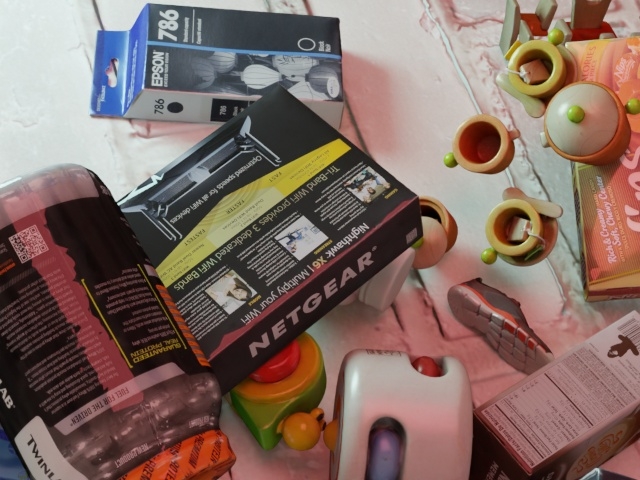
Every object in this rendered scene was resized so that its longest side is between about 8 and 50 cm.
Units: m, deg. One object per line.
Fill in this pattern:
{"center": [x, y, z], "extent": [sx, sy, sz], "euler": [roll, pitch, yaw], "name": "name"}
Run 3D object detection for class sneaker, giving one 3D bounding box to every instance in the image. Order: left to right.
{"center": [0.227, 0.094, 1.781], "extent": [0.158, 0.061, 0.065], "euler": [42, 51, 21], "name": "sneaker"}

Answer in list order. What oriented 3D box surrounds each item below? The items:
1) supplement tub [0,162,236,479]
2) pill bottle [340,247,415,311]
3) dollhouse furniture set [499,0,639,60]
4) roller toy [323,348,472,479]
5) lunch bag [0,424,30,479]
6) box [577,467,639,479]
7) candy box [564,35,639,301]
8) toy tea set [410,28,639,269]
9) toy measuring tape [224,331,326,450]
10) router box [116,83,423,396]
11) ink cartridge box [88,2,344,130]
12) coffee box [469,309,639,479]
{"center": [-0.234, 0.112, 1.475], "extent": [0.207, 0.207, 0.338], "euler": [-24, 75, -25], "name": "supplement tub"}
{"center": [0.000, 0.000, 1.780], "extent": [0.215, 0.117, 0.117], "euler": [28, 53, 12], "name": "pill bottle"}
{"center": [0.396, -0.228, 2.038], "extent": [0.262, 0.135, 0.259], "euler": [-3, 41, -11], "name": "dollhouse furniture set"}
{"center": [0.076, 0.209, 1.580], "extent": [0.146, 0.191, 0.209], "euler": [6, 52, -3], "name": "roller toy"}
{"center": [-0.284, 0.158, 1.620], "extent": [0.293, 0.138, 0.221], "euler": [14, 48, -9], "name": "lunch bag"}
{"center": [0.328, 0.454, 1.362], "extent": [0.293, 0.212, 0.395], "euler": [19, 48, -22], "name": "box"}
{"center": [0.402, -0.090, 1.831], "extent": [0.182, 0.087, 0.317], "euler": [-5, 79, 5], "name": "candy box"}
{"center": [0.221, -0.089, 1.770], "extent": [0.200, 0.124, 0.336], "euler": [39, 98, 26], "name": "toy tea set"}
{"center": [-0.082, 0.111, 1.693], "extent": [0.121, 0.121, 0.330], "euler": [-21, 49, -23], "name": "toy measuring tape"}
{"center": [-0.079, -0.006, 1.651], "extent": [0.309, 0.081, 0.243], "euler": [-37, 57, -18], "name": "router box"}
{"center": [-0.137, -0.232, 1.977], "extent": [0.332, 0.065, 0.165], "euler": [2, 53, -6], "name": "ink cartridge box"}
{"center": [0.274, 0.199, 1.653], "extent": [0.246, 0.141, 0.098], "euler": [-28, 61, -25], "name": "coffee box"}
